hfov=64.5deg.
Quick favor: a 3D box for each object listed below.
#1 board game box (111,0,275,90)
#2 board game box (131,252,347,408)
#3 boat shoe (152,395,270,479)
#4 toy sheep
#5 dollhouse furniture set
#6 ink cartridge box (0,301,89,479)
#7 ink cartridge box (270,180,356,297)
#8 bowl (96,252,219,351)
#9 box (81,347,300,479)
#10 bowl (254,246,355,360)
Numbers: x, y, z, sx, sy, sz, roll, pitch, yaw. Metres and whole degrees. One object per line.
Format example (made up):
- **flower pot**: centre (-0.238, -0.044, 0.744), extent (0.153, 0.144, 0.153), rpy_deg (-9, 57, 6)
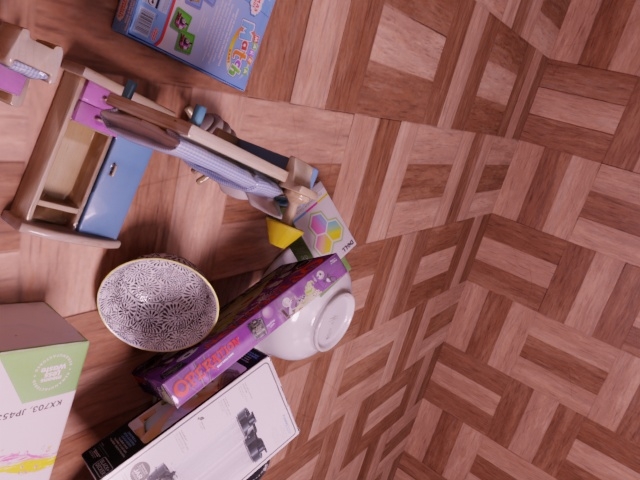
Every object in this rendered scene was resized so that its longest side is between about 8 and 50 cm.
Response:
- **board game box**: centre (-0.153, -0.309, 0.668), extent (0.211, 0.039, 0.160), rpy_deg (8, 106, -58)
- **board game box**: centre (-0.135, 0.137, 0.853), extent (0.346, 0.208, 0.056), rpy_deg (-36, 105, -32)
- **boat shoe**: centre (-0.184, 0.420, 1.052), extent (0.187, 0.155, 0.501), rpy_deg (-48, 147, -29)
- **toy sheep**: centre (-0.163, -0.139, 0.738), extent (0.091, 0.091, 0.132), rpy_deg (-51, 142, -21)
- **dollhouse furniture set**: centre (-0.202, -0.057, 0.519), extent (0.286, 0.303, 0.198), rpy_deg (18, 96, -59)
- **ink cartridge box**: centre (-0.429, 0.259, 0.584), extent (0.207, 0.119, 0.354), rpy_deg (4, 109, -58)
- **ink cartridge box**: centre (0.000, 0.000, 1.012), extent (0.109, 0.062, 0.209), rpy_deg (-41, 110, -34)
- **bowl**: centre (-0.236, 0.078, 0.761), extent (0.080, 0.169, 0.170), rpy_deg (-102, -170, -59)
- **box**: centre (-0.185, 0.313, 0.785), extent (0.289, 0.087, 0.169), rpy_deg (-33, 116, -31)
- **bowl**: centre (-0.016, 0.153, 1.132), extent (0.297, 0.134, 0.298), rpy_deg (-36, 139, -39)
